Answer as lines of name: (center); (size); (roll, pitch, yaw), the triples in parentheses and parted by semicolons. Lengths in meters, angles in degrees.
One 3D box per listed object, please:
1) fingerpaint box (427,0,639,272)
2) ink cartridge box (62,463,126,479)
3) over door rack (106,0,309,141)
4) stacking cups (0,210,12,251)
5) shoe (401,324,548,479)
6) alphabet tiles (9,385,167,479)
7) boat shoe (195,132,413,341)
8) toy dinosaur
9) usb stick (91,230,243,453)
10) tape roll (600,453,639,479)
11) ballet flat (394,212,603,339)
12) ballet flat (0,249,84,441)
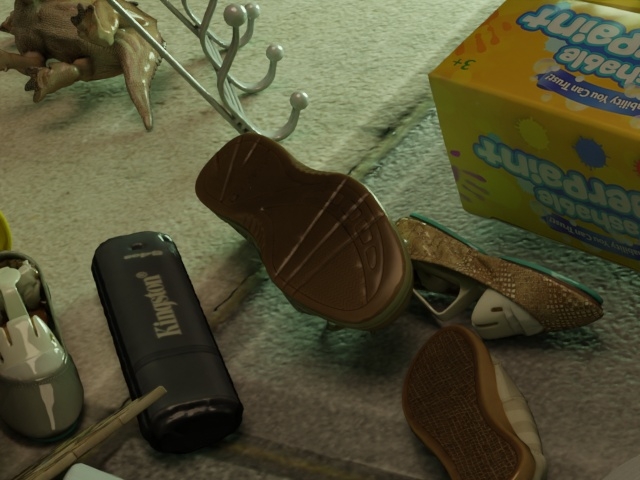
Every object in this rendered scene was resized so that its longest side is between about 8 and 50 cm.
fingerpaint box: (0.374, -0.127, 1.412); (0.445, 0.163, 0.371); (23, 55, 37)
ink cartridge box: (-0.019, 0.262, 0.838); (0.308, 0.091, 0.385); (24, 14, -4)
over door rack: (-0.160, -0.245, 1.714); (0.108, 0.324, 0.239); (-51, 29, 15)
stacking cups: (-0.379, 0.076, 1.482); (0.096, 0.096, 0.316); (10, 43, 30)
shoe: (0.110, 0.133, 1.267); (0.076, 0.058, 0.219); (-41, 26, 11)
alphabet tiles: (-0.228, 0.184, 1.214); (0.237, 0.009, 0.198); (-36, 2, -34)
boat shoe: (0.000, 0.000, 1.455); (0.104, 0.089, 0.285); (-43, 37, -2)
toy dinosaur: (-0.234, -0.217, 1.859); (0.296, 0.127, 0.200); (30, 20, 29)
usb stick: (-0.125, 0.073, 1.431); (0.077, 0.045, 0.278); (-17, 32, -8)
tape roll: (0.256, 0.208, 1.081); (0.219, 0.072, 0.219); (-8, 32, 5)
ballet flat: (0.125, 0.041, 1.404); (0.206, 0.073, 0.067); (22, 72, 45)
ballet flat: (-0.238, 0.077, 1.439); (0.072, 0.068, 0.213); (-17, 33, -9)
